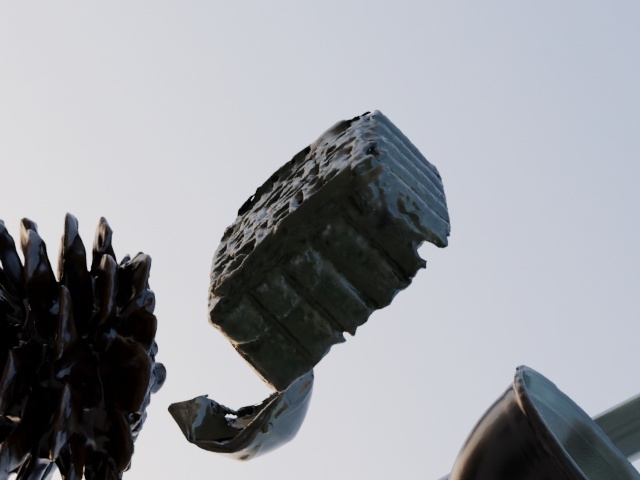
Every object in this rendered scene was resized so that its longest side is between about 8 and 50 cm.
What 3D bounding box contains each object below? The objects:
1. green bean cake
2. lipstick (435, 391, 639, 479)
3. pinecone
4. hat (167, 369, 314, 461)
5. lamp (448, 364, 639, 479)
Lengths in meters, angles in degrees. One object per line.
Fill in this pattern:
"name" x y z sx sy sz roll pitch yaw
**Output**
"green bean cake" 0.000 0.000 1.390 0.181 0.173 0.094 -41 -75 16
"lipstick" 0.177 0.146 1.300 0.274 0.068 0.061 -30 -77 18
"pinecone" -0.189 0.078 1.186 0.207 0.207 0.208 23 -59 44
"hat" -0.041 0.153 1.718 0.085 0.147 0.175 55 1 19
"lamp" 0.068 0.193 1.027 0.227 0.172 0.147 -42 -113 11
